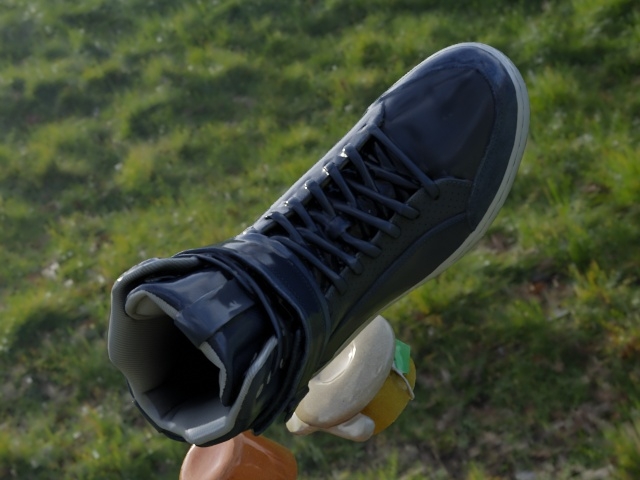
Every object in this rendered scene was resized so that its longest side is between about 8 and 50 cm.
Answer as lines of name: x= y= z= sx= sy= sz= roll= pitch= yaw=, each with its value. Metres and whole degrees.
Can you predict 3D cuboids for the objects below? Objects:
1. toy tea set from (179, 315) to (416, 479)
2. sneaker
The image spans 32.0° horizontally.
toy tea set: x=0.000 y=0.167 z=0.751 sx=0.200 sy=0.124 sz=0.336 roll=-20 pitch=41 yaw=39
sneaker: x=0.001 y=0.002 z=0.503 sx=0.226 sy=0.086 sz=0.163 roll=-51 pitch=-14 yaw=15
